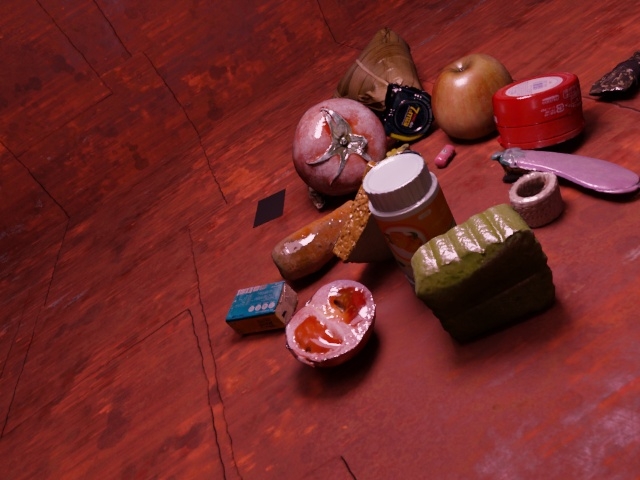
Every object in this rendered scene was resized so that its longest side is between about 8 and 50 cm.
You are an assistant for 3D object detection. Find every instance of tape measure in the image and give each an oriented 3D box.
[{"bbox_3d":[0.295,-0.430,1.719,0.186,0.199,0.112,15,27,-9],"label":"tape measure"}]

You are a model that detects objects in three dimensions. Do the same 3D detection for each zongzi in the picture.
[{"bbox_3d":[0.208,-0.549,2.038,0.467,0.218,0.500,-46,36,37],"label":"zongzi"}]

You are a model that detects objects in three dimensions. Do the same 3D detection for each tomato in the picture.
[{"bbox_3d":[0.063,-0.302,1.628,0.316,0.317,0.282,-37,7,-7],"label":"tomato"},{"bbox_3d":[0.039,0.210,1.143,0.228,0.112,0.199,-41,40,-15],"label":"tomato"}]

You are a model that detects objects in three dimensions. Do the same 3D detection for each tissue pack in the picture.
[{"bbox_3d":[-0.159,0.188,1.369,0.169,0.082,0.120,-14,38,27],"label":"tissue pack"}]

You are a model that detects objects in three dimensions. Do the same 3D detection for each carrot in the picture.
[{"bbox_3d":[0.000,0.000,1.436,0.302,0.139,0.138,-39,32,-13],"label":"carrot"}]

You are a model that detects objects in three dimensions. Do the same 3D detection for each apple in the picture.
[{"bbox_3d":[0.467,-0.447,1.546,0.256,0.234,0.257,-26,32,17],"label":"apple"}]

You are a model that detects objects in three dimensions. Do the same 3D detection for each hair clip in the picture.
[{"bbox_3d":[0.597,-0.170,1.214,0.358,0.110,0.096,17,97,46],"label":"hair clip"}]

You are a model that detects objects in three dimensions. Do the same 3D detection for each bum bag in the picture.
[{"bbox_3d":[0.860,-0.467,1.384,0.248,0.069,0.102,-39,17,-13],"label":"bum bag"}]

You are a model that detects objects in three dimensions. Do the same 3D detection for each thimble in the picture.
[{"bbox_3d":[0.506,-0.097,1.171,0.102,0.090,0.115,13,55,49],"label":"thimble"}]

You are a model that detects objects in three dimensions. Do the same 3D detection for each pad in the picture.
[{"bbox_3d":[-0.192,-0.125,1.896,0.127,0.004,0.190,-22,33,16],"label":"pad"}]

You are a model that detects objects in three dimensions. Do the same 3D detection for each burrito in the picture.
[{"bbox_3d":[-0.011,-0.179,1.756,0.058,0.063,0.229,-31,29,21],"label":"burrito"}]

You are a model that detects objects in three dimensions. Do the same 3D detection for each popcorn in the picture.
[{"bbox_3d":[0.246,-0.213,1.518,0.173,0.142,0.174,-31,41,31],"label":"popcorn"}]

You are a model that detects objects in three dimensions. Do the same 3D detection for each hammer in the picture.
[{"bbox_3d":[0.385,-0.262,1.544,0.043,0.043,0.083,11,51,48],"label":"hammer"}]

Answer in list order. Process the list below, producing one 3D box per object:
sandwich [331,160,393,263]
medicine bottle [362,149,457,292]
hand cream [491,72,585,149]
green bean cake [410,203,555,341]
[{"bbox_3d":[0.150,-0.068,1.254,0.087,0.226,0.251,39,116,37],"label":"sandwich"},{"bbox_3d":[0.219,-0.030,1.114,0.158,0.318,0.158,-23,32,16],"label":"medicine bottle"},{"bbox_3d":[0.585,-0.350,1.345,0.230,0.149,0.230,-15,24,7],"label":"hand cream"},{"bbox_3d":[0.316,0.070,0.988,0.248,0.222,0.125,-29,33,11],"label":"green bean cake"}]
